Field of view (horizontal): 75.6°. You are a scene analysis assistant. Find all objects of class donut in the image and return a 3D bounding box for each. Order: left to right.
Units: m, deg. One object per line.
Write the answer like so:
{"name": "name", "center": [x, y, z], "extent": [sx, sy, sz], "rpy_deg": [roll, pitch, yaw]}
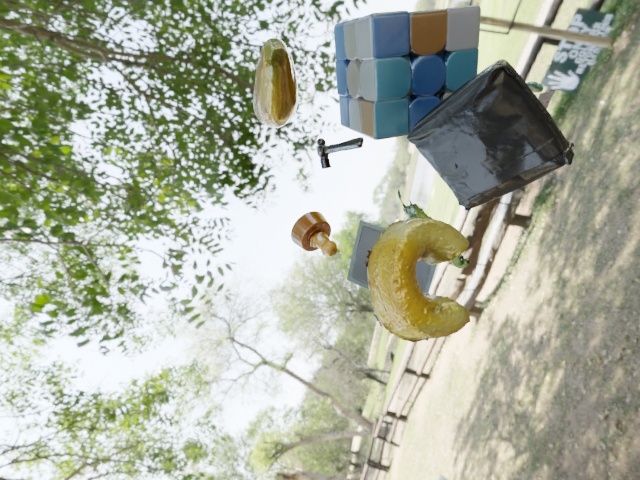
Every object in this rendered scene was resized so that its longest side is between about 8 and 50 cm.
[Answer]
{"name": "donut", "center": [0.137, 0.052, 0.567], "extent": [0.078, 0.146, 0.181], "rpy_deg": [169, 108, -72]}

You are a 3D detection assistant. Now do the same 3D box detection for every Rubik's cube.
{"name": "Rubik's cube", "center": [0.259, -0.535, 1.322], "extent": [0.347, 0.347, 0.343], "rpy_deg": [-129, 29, -63]}

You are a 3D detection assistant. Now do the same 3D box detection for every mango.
{"name": "mango", "center": [-0.115, -0.390, 1.043], "extent": [0.317, 0.119, 0.176], "rpy_deg": [109, 167, -77]}

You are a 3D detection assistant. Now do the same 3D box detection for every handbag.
{"name": "handbag", "center": [0.302, -0.177, 0.775], "extent": [0.080, 0.223, 0.247], "rpy_deg": [-44, 7, -32]}

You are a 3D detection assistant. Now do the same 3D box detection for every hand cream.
{"name": "hand cream", "center": [0.658, -0.382, 1.256], "extent": [0.084, 0.053, 0.142], "rpy_deg": [-22, -37, -32]}

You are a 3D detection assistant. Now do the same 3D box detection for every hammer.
{"name": "hammer", "center": [0.040, -0.175, 0.792], "extent": [0.178, 0.021, 0.065], "rpy_deg": [10, 112, 63]}

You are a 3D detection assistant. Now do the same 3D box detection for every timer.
{"name": "timer", "center": [0.000, 0.000, 1.297], "extent": [0.132, 0.152, 0.131], "rpy_deg": [-25, -42, -25]}

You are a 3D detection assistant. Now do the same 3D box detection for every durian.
{"name": "durian", "center": [0.340, -0.015, 1.306], "extent": [0.107, 0.375, 0.132], "rpy_deg": [-22, 37, 47]}

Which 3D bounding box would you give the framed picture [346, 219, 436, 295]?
{"name": "framed picture", "center": [0.198, 0.069, 1.161], "extent": [0.014, 0.253, 0.196], "rpy_deg": [-13, -60, -53]}

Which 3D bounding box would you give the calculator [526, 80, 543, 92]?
{"name": "calculator", "center": [0.369, -0.297, 0.839], "extent": [0.095, 0.153, 0.021], "rpy_deg": [10, -89, -40]}
